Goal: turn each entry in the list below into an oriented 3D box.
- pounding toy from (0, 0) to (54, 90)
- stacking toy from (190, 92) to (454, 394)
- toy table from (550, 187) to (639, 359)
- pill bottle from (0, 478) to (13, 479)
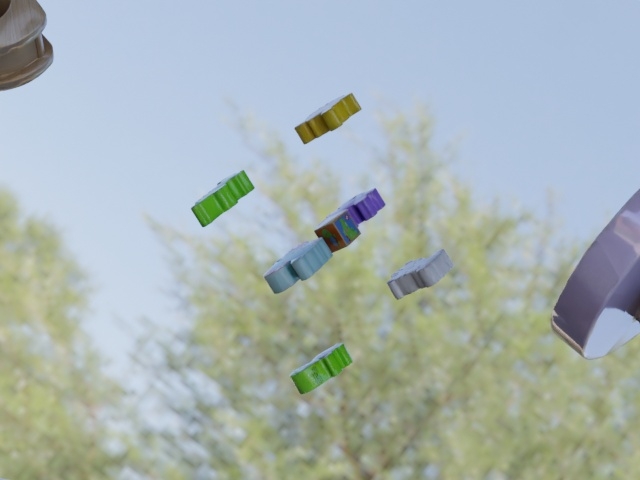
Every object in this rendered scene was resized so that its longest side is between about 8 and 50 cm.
[{"bbox_3d":[-0.301,-0.230,1.485,0.154,0.269,0.155,10,-23,1],"label":"pounding toy"},{"bbox_3d":[0.000,0.000,1.354,0.052,0.221,0.167,-24,-79,42],"label":"stacking toy"},{"bbox_3d":[0.271,0.036,1.092,0.161,0.274,0.252,40,-56,18],"label":"toy table"},{"bbox_3d":[-0.154,0.168,0.962,0.120,0.067,0.067,5,-30,27],"label":"pill bottle"}]
